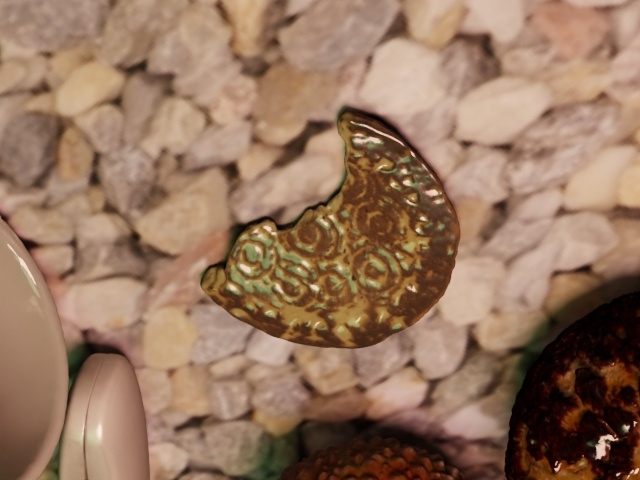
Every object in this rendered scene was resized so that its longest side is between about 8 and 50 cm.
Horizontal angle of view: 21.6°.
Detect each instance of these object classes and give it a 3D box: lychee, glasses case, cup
[{"bbox_3d":[0.026,0.224,1.186,0.197,0.165,0.165,-30,126,-19],"label":"lychee"},{"bbox_3d":[-0.159,0.186,1.245,0.059,0.092,0.233,5,129,5],"label":"glasses case"},{"bbox_3d":[-0.324,0.135,1.148,0.257,0.227,0.301,-19,88,35],"label":"cup"}]

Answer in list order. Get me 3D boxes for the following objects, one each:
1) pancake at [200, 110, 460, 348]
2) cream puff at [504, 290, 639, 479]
[{"bbox_3d":[0.000,0.000,1.118,0.191,0.020,0.184,-11,124,18],"label":"pancake"},{"bbox_3d":[0.236,0.150,1.089,0.239,0.165,0.239,6,125,8],"label":"cream puff"}]
